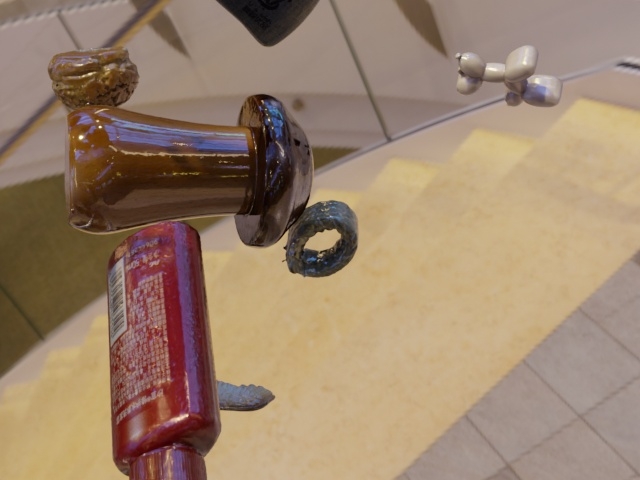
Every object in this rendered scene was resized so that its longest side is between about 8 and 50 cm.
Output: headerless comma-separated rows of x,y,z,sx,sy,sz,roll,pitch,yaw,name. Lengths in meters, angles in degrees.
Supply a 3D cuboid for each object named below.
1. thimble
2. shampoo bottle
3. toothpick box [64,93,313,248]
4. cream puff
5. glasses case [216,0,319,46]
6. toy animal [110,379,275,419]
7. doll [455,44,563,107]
0.000,0.000,1.286,0.110,0.084,0.062,-32,23,17,thimble
-0.153,0.126,0.937,0.118,0.076,0.314,-31,47,20,shampoo bottle
-0.156,-0.083,1.177,0.294,0.192,0.192,-1,32,-18,toothpick box
-0.359,-0.254,1.545,0.144,0.103,0.126,-7,17,4,cream puff
-0.142,-0.424,1.377,0.131,0.323,0.074,-40,22,21,glasses case
-0.239,0.242,1.498,0.272,0.160,0.197,-19,11,14,toy animal
0.298,-0.268,1.599,0.160,0.161,0.059,-4,63,41,doll
